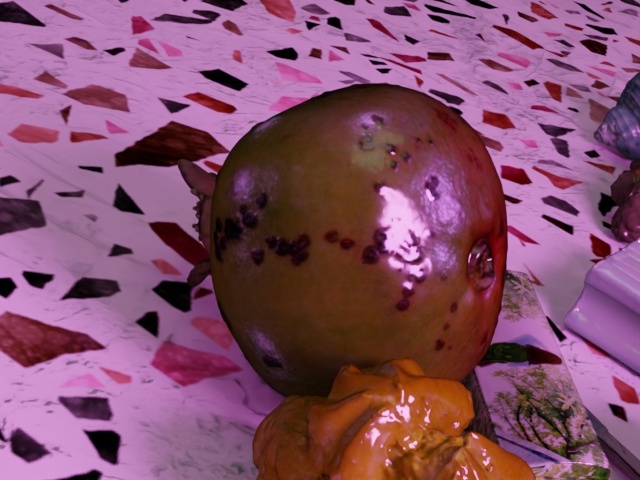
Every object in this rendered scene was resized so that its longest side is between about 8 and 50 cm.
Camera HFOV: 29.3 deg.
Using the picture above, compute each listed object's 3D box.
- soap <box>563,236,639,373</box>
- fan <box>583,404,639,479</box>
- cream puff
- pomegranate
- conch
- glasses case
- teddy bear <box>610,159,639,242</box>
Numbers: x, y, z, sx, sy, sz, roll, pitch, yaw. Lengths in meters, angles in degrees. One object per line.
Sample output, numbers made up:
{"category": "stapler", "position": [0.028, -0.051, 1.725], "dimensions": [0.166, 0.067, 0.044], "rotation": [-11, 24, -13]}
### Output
{"category": "soap", "position": [0.411, 0.107, 1.288], "dimensions": [0.265, 0.088, 0.159], "rotation": [34, 32, 25]}
{"category": "fan", "position": [0.226, 0.156, 1.164], "dimensions": [0.057, 0.023, 0.282], "rotation": [-3, 34, -37]}
{"category": "cream puff", "position": [0.047, 0.174, 0.870], "dimensions": [0.221, 0.195, 0.194], "rotation": [31, 31, 27]}
{"category": "pomegranate", "position": [-0.001, 0.000, 1.044], "dimensions": [0.323, 0.291, 0.291], "rotation": [12, 27, 12]}
{"category": "conch", "position": [0.506, -0.165, 1.781], "dimensions": [0.202, 0.134, 0.196], "rotation": [16, -12, 6]}
{"category": "glasses case", "position": [0.177, 0.128, 1.117], "dimensions": [0.095, 0.062, 0.272], "rotation": [3, 33, -11]}
{"category": "teddy bear", "position": [0.464, -0.061, 1.575], "dimensions": [0.177, 0.140, 0.190], "rotation": [17, 20, 2]}
